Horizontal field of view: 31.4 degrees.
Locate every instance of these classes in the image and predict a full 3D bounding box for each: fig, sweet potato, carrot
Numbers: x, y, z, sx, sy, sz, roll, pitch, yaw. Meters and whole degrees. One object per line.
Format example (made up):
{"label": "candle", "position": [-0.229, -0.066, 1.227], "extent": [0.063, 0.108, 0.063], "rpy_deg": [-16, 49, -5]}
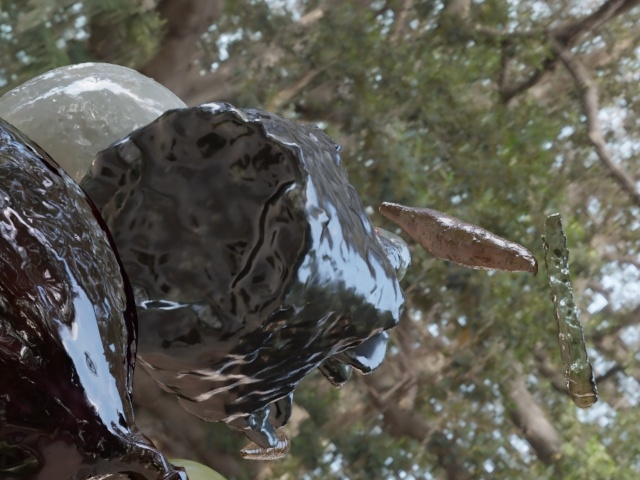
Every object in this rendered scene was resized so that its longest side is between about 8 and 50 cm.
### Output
{"label": "fig", "position": [-0.131, 0.046, 0.391], "extent": [0.250, 0.203, 0.186], "rpy_deg": [9, -24, 28]}
{"label": "sweet potato", "position": [0.204, 0.006, 1.672], "extent": [0.314, 0.066, 0.072], "rpy_deg": [29, -71, 48]}
{"label": "carrot", "position": [-0.091, 0.318, 1.745], "extent": [0.048, 0.048, 0.216], "rpy_deg": [46, 6, 14]}

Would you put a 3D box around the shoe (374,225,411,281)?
{"label": "shoe", "position": [-0.002, -0.001, 1.210], "extent": [0.194, 0.077, 0.074], "rpy_deg": [21, -75, 13]}

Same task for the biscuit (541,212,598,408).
{"label": "biscuit", "position": [0.342, 0.117, 1.568], "extent": [0.187, 0.036, 0.273], "rpy_deg": [66, 17, -53]}

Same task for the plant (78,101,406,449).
{"label": "plant", "position": [-0.045, 0.022, 0.805], "extent": [0.199, 0.188, 0.276], "rpy_deg": [64, 5, 21]}

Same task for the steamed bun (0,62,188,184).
{"label": "steamed bun", "position": [-0.203, -0.005, 0.994], "extent": [0.177, 0.283, 0.283], "rpy_deg": [47, -30, 25]}

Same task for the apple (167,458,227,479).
{"label": "apple", "position": [-0.191, 0.414, 1.473], "extent": [0.262, 0.262, 0.262], "rpy_deg": [35, -35, 30]}
